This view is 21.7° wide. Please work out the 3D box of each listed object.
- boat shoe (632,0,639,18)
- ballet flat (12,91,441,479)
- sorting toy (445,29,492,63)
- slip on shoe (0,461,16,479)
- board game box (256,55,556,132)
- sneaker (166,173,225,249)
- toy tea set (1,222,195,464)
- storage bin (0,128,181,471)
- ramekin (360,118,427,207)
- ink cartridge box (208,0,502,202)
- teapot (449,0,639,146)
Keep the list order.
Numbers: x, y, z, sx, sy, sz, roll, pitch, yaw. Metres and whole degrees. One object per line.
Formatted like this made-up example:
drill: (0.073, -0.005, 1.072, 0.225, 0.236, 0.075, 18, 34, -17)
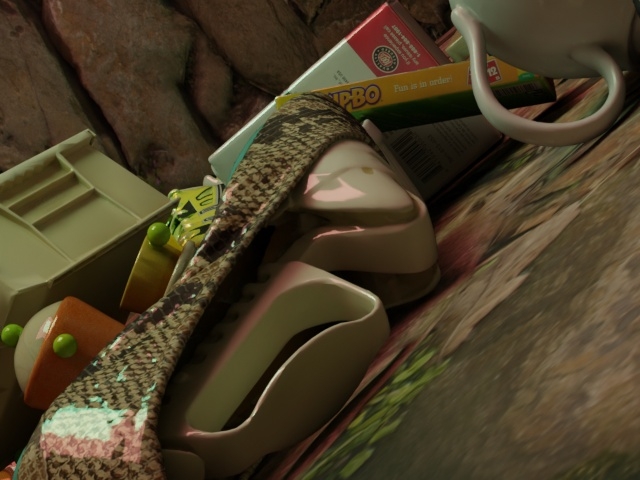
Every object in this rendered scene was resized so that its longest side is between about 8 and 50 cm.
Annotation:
boat shoe: (0.283, -0.203, 1.090, 0.340, 0.127, 0.113, -56, -16, -41)
ballet flat: (-0.020, 0.048, 1.143, 0.182, 0.164, 0.483, -10, 30, 36)
sorting toy: (0.279, -0.287, 1.929, 0.257, 0.089, 0.255, -39, 6, 17)
slip on shoe: (-0.342, 0.262, 1.865, 0.331, 0.101, 0.123, -39, 3, 8)
board game box: (0.078, -0.125, 1.512, 0.259, 0.039, 0.124, -12, -7, 12)
sneaker: (-0.116, 0.025, 1.717, 0.145, 0.147, 0.384, -64, -6, 14)
toy tea set: (-0.220, 0.132, 1.457, 0.200, 0.124, 0.336, -72, 5, -51)
storage bin: (-0.280, 0.069, 1.556, 0.260, 0.123, 0.262, -37, -23, -57)
ramekin: (0.000, 0.000, 1.467, 0.207, 0.109, 0.207, -41, 6, 5)
ink cartridge box: (0.036, -0.096, 1.647, 0.237, 0.172, 0.100, -40, 4, 13)
teapot: (0.226, -0.214, 1.255, 0.252, 0.187, 0.256, -17, -44, -54)
